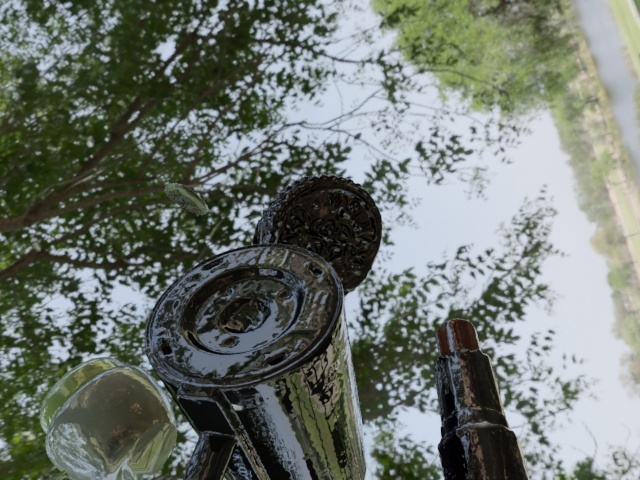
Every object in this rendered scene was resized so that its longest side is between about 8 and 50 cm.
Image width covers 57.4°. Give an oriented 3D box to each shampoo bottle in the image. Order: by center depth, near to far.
[{"bbox_3d":[-0.564,0.499,1.576,0.317,0.323,0.322,37,-166,26],"label":"shampoo bottle"}]

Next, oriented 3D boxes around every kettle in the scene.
[{"bbox_3d":[-0.045,0.200,0.649,0.262,0.203,0.308,-112,7,-53],"label":"kettle"}]

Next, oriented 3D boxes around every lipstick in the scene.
[{"bbox_3d":[0.154,0.196,0.577,0.081,0.081,0.300,53,-157,-32],"label":"lipstick"}]

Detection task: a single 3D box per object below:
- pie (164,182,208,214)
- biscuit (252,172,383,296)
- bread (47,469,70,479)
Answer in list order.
[{"bbox_3d":[-0.222,-0.069,0.962,0.084,0.084,0.021,45,-114,-41],"label":"pie"},{"bbox_3d":[0.000,0.000,0.824,0.195,0.194,0.053,56,169,-26],"label":"biscuit"},{"bbox_3d":[-0.466,0.574,0.917,0.208,0.251,0.377,42,-139,-23],"label":"bread"}]
